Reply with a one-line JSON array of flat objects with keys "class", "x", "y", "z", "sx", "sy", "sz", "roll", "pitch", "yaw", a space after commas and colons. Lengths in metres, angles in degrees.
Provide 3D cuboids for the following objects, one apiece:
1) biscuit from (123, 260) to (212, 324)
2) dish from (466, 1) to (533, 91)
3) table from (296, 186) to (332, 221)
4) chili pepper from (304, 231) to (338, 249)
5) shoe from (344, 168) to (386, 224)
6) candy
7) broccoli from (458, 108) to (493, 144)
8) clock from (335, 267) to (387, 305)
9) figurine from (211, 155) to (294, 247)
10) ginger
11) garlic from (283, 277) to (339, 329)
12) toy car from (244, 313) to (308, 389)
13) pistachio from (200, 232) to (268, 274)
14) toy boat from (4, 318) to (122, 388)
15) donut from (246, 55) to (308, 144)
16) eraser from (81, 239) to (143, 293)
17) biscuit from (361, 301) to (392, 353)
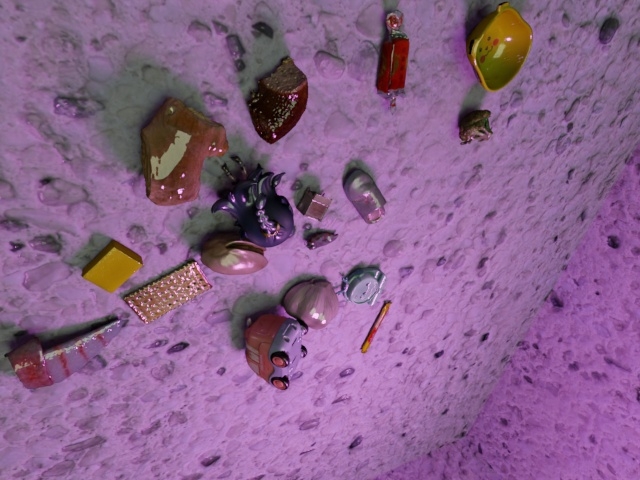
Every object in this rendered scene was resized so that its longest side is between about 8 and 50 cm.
[{"class": "biscuit", "x": -0.462, "y": 0.158, "z": 1.255, "sx": 0.232, "sy": 0.016, "sz": 0.139, "roll": -30, "pitch": 132, "yaw": -13}, {"class": "dish", "x": 0.549, "y": -0.622, "z": 1.316, "sx": 0.263, "sy": 0.108, "sz": 0.221, "roll": 24, "pitch": 106, "yaw": -43}, {"class": "table", "x": -0.020, "y": -0.118, "z": 1.321, "sx": 0.079, "sy": 0.062, "sz": 0.083, "roll": 17, "pitch": 110, "yaw": -39}, {"class": "chili pepper", "x": -0.001, "y": -0.001, "z": 1.431, "sx": 0.153, "sy": 0.041, "sz": 0.050, "roll": -23, "pitch": 152, "yaw": -39}, {"class": "shoe", "x": 0.170, "y": -0.134, "z": 1.410, "sx": 0.103, "sy": 0.100, "sz": 0.251, "roll": -40, "pitch": 136, "yaw": -2}, {"class": "candy", "x": 0.215, "y": -0.514, "z": 1.206, "sx": 0.086, "sy": 0.059, "sz": 0.292, "roll": -19, "pitch": 130, "yaw": -25}, {"class": "broccoli", "x": 0.559, "y": -0.405, "z": 1.465, "sx": 0.131, "sy": 0.120, "sz": 0.130, "roll": -45, "pitch": 167, "yaw": -45}, {"class": "clock", "x": 0.159, "y": 0.191, "z": 1.650, "sx": 0.211, "sy": 0.066, "sz": 0.159, "roll": 2, "pitch": 118, "yaw": -33}, {"class": "figurine", "x": -0.181, "y": -0.095, "z": 1.171, "sx": 0.175, "sy": 0.196, "sz": 0.265, "roll": -19, "pitch": 144, "yaw": 27}, {"class": "ginger", "x": -0.337, "y": -0.210, "z": 1.011, "sx": 0.221, "sy": 0.130, "sz": 0.275, "roll": -21, "pitch": 135, "yaw": -31}, {"class": "garlic", "x": -0.020, "y": 0.249, "z": 1.524, "sx": 0.230, "sy": 0.142, "sz": 0.177, "roll": 17, "pitch": 112, "yaw": -30}, {"class": "toy car", "x": -0.175, "y": 0.390, "z": 1.478, "sx": 0.180, "sy": 0.213, "sz": 0.270, "roll": -54, "pitch": 154, "yaw": -49}, {"class": "pistachio", "x": -0.258, "y": 0.044, "z": 1.242, "sx": 0.223, "sy": 0.126, "sz": 0.152, "roll": 4, "pitch": 151, "yaw": -40}, {"class": "toy boat", "x": -0.708, "y": 0.314, "z": 1.174, "sx": 0.282, "sy": 0.096, "sz": 0.206, "roll": -26, "pitch": 139, "yaw": -32}, {"class": "donut", "x": -0.099, "y": -0.359, "z": 1.071, "sx": 0.187, "sy": 0.126, "sz": 0.144, "roll": -38, "pitch": 140, "yaw": -5}, {"class": "eraser", "x": -0.565, "y": 0.073, "z": 1.111, "sx": 0.122, "sy": 0.045, "sz": 0.097, "roll": -43, "pitch": 133, "yaw": 2}, {"class": "biscuit", "x": 0.255, "y": 0.404, "z": 1.885, "sx": 0.048, "sy": 0.026, "sz": 0.291, "roll": -8, "pitch": 127, "yaw": -52}]
